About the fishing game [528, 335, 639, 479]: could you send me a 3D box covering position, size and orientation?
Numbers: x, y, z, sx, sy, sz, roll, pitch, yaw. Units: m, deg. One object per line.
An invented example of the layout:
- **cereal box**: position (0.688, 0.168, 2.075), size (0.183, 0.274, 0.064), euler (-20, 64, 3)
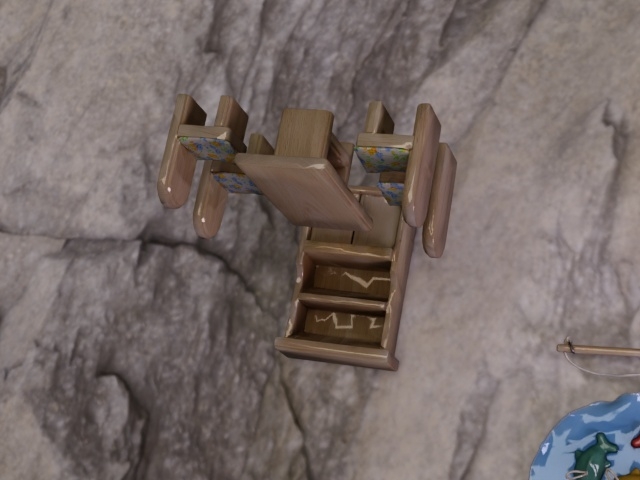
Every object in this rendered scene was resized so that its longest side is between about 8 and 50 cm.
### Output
- **fishing game**: position (0.259, 0.211, 0.910), size (0.189, 0.041, 0.264), euler (7, 75, 19)

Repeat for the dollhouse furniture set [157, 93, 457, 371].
- **dollhouse furniture set**: position (0.000, 0.000, 0.957), size (0.212, 0.242, 0.161), euler (5, 73, 20)
